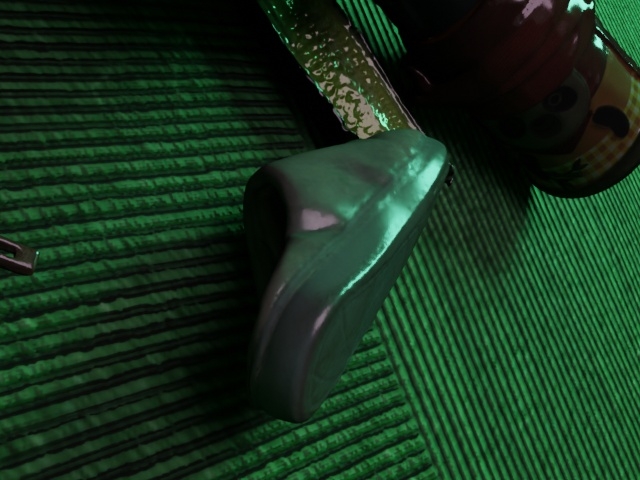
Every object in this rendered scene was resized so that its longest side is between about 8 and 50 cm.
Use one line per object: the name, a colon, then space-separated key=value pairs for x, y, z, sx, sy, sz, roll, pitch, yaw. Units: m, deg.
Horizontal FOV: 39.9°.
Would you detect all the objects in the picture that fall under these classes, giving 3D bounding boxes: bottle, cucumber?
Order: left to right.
cucumber: x=0.007 y=-0.110 z=0.605 sx=0.220 sy=0.046 sz=0.070 roll=53 pitch=43 yaw=-6
bottle: x=0.142 y=-0.149 z=0.697 sx=0.271 sy=0.143 sz=0.156 roll=34 pitch=86 yaw=-31

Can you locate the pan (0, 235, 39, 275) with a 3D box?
pan: x=-0.221 y=-0.017 z=0.316 sx=0.202 sy=0.048 sz=0.128 roll=47 pitch=44 yaw=-13

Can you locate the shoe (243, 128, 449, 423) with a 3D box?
shoe: x=0.000 y=0.000 z=0.503 sx=0.100 sy=0.103 sz=0.251 roll=25 pitch=33 yaw=7
